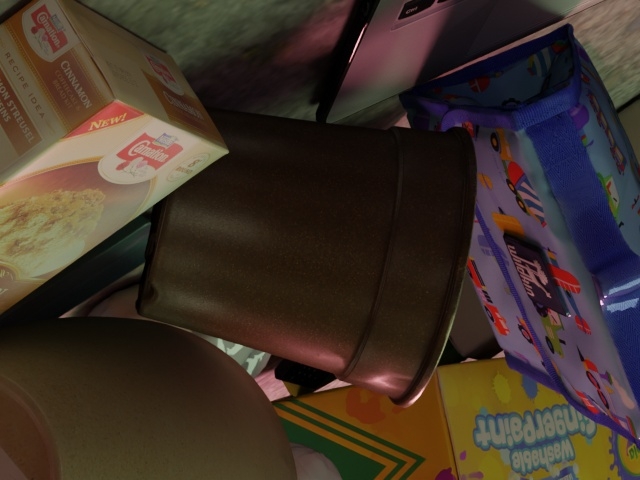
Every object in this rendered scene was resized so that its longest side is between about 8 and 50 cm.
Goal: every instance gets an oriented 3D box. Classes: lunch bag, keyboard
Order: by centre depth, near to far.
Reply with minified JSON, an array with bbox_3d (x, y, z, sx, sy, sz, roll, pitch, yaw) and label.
[{"bbox_3d":[0.164,-0.003,0.941,0.138,0.221,0.293,-22,-169,2],"label":"lunch bag"},{"bbox_3d":[0.045,0.082,1.469,0.192,0.038,0.100,-49,145,19],"label":"keyboard"}]

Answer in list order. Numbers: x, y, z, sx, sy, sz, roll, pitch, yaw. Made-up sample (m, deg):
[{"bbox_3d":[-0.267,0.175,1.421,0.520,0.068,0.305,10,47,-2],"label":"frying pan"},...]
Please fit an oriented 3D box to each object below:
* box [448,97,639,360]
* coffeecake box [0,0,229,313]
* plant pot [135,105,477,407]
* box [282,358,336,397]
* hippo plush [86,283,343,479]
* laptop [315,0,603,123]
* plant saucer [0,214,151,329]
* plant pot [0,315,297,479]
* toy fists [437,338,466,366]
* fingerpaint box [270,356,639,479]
[{"bbox_3d":[0.252,-0.011,1.530,0.311,0.121,0.148,-35,165,12],"label":"box"},{"bbox_3d":[-0.157,-0.028,0.735,0.185,0.068,0.142,-35,165,11],"label":"coffeecake box"},{"bbox_3d":[-0.014,-0.002,0.861,0.165,0.167,0.167,13,153,-9],"label":"plant pot"},{"bbox_3d":[0.015,0.110,1.597,0.109,0.042,0.178,-29,164,-16],"label":"box"},{"bbox_3d":[-0.102,0.169,1.163,0.294,0.236,0.234,-26,165,-21],"label":"hippo plush"},{"bbox_3d":[0.250,-0.147,0.848,0.382,0.236,0.408,-25,164,-22],"label":"laptop"},{"bbox_3d":[-0.188,0.040,1.002,0.192,0.018,0.067,-32,166,3],"label":"plant saucer"},{"bbox_3d":[-0.163,0.150,0.885,0.256,0.256,0.274,-32,164,2],"label":"plant pot"},{"bbox_3d":[0.185,0.072,1.728,0.279,0.096,0.142,-28,178,-21],"label":"toy fists"},{"bbox_3d":[0.099,0.220,1.547,0.371,0.163,0.445,-16,170,36],"label":"fingerpaint box"}]
